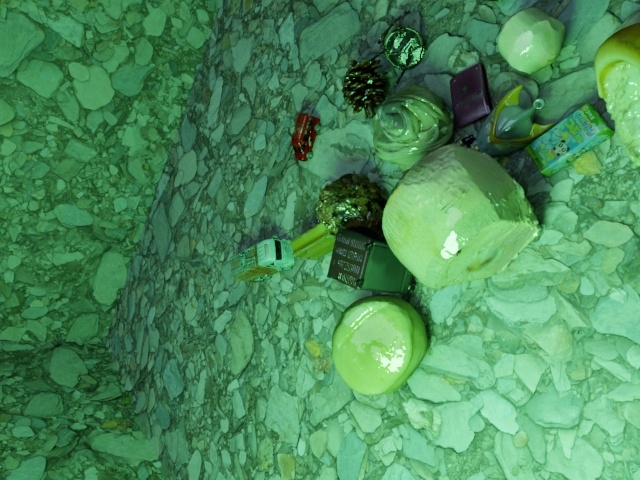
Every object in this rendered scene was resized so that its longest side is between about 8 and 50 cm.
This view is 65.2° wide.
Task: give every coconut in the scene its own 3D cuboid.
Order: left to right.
[{"bbox_3d":[0.357,-0.078,1.396,0.405,0.405,0.404,-12,73,45],"label":"coconut"},{"bbox_3d":[0.593,-0.547,1.397,0.171,0.171,0.182,-44,50,32],"label":"coconut"}]

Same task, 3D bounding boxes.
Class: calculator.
[{"bbox_3d":[0.474,-0.465,1.600,0.127,0.034,0.190,-23,65,44],"label":"calculator"}]

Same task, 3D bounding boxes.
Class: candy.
[{"bbox_3d":[0.659,-0.264,1.336,0.194,0.062,0.097,-39,55,34],"label":"candy"}]

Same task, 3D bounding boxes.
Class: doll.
[{"bbox_3d":[0.517,-0.309,1.473,0.316,0.103,0.145,-41,58,41],"label":"doll"}]

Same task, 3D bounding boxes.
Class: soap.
[{"bbox_3d":[0.000,0.002,1.939,0.233,0.135,0.076,-28,62,41],"label":"soap"}]

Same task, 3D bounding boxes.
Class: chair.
[{"bbox_3d":[0.289,-0.691,1.778,0.160,0.170,0.325,-46,8,36],"label":"chair"}]

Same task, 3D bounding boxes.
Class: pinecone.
[{"bbox_3d":[0.162,-0.560,1.854,0.169,0.186,0.212,6,106,25],"label":"pinecone"}]

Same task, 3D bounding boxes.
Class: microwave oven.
[{"bbox_3d":[0.175,0.064,1.613,0.178,0.248,0.188,23,99,51],"label":"microwave oven"}]

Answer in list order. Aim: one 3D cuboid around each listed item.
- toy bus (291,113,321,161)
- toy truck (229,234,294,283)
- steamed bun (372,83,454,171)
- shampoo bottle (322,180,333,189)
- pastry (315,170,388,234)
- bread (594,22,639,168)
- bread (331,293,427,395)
[{"bbox_3d":[-0.070,-0.438,2.139,0.081,0.089,0.195,25,101,47],"label":"toy bus"},{"bbox_3d":[-0.260,0.084,2.181,0.305,0.162,0.136,-25,64,41],"label":"toy truck"},{"bbox_3d":[0.277,-0.377,1.668,0.280,0.207,0.267,-47,51,33],"label":"steamed bun"},{"bbox_3d":[0.044,-0.195,1.999,0.099,0.043,0.072,50,117,41],"label":"shampoo bottle"},{"bbox_3d":[0.114,-0.127,1.755,0.275,0.193,0.274,-7,60,12],"label":"pastry"},{"bbox_3d":[0.804,-0.310,1.101,0.246,0.329,0.423,-23,56,-4],"label":"bread"},{"bbox_3d":[0.187,0.327,1.606,0.321,0.237,0.320,1,92,35],"label":"bread"}]
